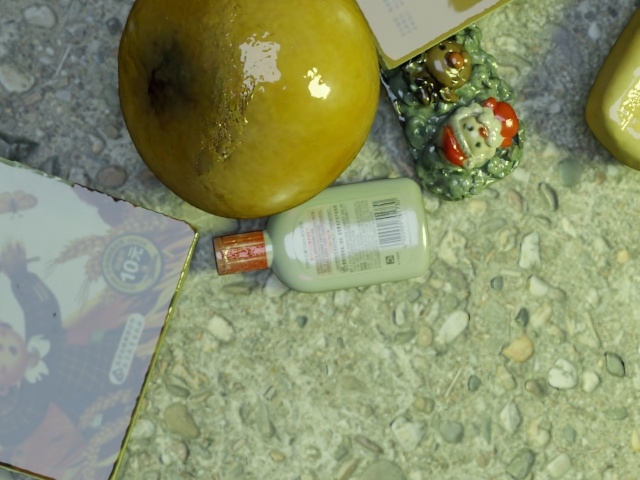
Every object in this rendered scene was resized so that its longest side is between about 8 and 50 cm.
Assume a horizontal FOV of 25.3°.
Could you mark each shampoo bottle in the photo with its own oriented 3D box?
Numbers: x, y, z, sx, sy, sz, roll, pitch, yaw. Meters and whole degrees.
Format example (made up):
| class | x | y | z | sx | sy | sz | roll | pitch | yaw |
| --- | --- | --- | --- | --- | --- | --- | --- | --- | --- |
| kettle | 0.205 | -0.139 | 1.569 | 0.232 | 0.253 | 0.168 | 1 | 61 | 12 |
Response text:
| class | x | y | z | sx | sy | sz | roll | pitch | yaw |
| --- | --- | --- | --- | --- | --- | --- | --- | --- | --- |
| shampoo bottle | 0.000 | 0.000 | 1.473 | 0.220 | 0.051 | 0.108 | -9 | 91 | -5 |

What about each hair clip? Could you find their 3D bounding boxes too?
| class | x | y | z | sx | sy | sz | roll | pitch | yaw |
| --- | --- | --- | --- | --- | --- | --- | --- | --- | --- |
| hair clip | 0.107 | -0.199 | 1.466 | 0.138 | 0.091 | 0.321 | -31 | 93 | -8 |

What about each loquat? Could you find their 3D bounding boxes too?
| class | x | y | z | sx | sy | sz | roll | pitch | yaw |
| --- | --- | --- | --- | --- | --- | --- | --- | --- | --- |
| loquat | -0.070 | -0.151 | 1.368 | 0.263 | 0.263 | 0.263 | 0 | 89 | -5 |

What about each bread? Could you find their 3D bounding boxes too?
| class | x | y | z | sx | sy | sz | roll | pitch | yaw |
| --- | --- | --- | --- | --- | --- | --- | --- | --- | --- |
| bread | 0.367 | -0.172 | 1.485 | 0.147 | 0.098 | 0.217 | 35 | 89 | -4 |

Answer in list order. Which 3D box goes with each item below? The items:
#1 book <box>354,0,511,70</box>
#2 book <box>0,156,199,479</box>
| class | x | y | z | sx | sy | sz | roll | pitch | yaw |
| --- | --- | --- | --- | --- | --- | --- | --- | --- | --- |
| book | 0.168 | -0.373 | 1.396 | 0.389 | 0.032 | 0.269 | -28 | 99 | -3 |
| book | -0.369 | 0.057 | 1.446 | 0.427 | 0.039 | 0.300 | 19 | 88 | -5 |
